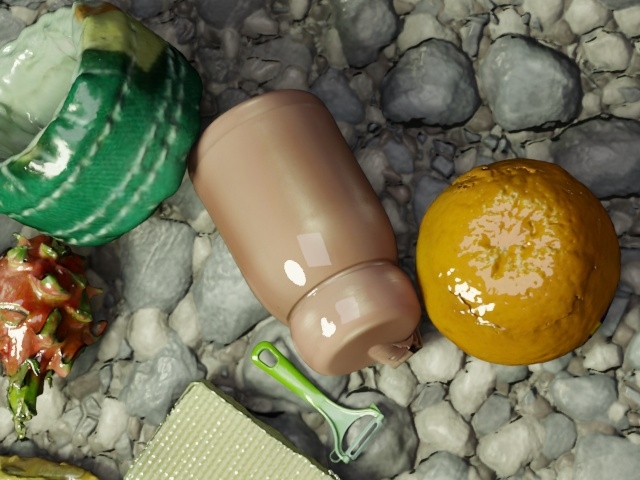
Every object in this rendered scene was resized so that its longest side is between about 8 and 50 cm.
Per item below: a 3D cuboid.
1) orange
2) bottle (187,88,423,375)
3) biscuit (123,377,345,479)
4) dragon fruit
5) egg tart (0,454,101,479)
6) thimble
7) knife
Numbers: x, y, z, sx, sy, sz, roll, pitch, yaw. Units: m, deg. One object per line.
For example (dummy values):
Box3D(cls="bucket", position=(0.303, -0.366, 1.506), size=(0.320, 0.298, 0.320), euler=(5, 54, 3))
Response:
Box3D(cls="orange", position=(0.206, 0.023, 1.680), size=(0.219, 0.193, 0.219), euler=(0, 90, -3))
Box3D(cls="bottle", position=(0.000, 0.000, 1.729), size=(0.173, 0.206, 0.297), euler=(-38, 65, 16))
Box3D(cls="biscuit", position=(-0.077, 0.277, 1.755), size=(0.252, 0.052, 0.150), euler=(33, 90, 16))
Box3D(cls="dragon fruit", position=(-0.318, 0.105, 1.790), size=(0.135, 0.137, 0.236), euler=(-11, 75, 23))
Box3D(cls="egg tart", position=(-0.349, 0.385, 1.736), size=(0.339, 0.153, 0.352), euler=(-16, 78, 4))
Box3D(cls="thimble", position=(-0.268, -0.125, 1.757), size=(0.288, 0.167, 0.254), euler=(-16, 53, 45))
Box3D(cls="knife", position=(-0.011, 0.174, 1.776), size=(0.166, 0.022, 0.078), euler=(39, 81, 13))
